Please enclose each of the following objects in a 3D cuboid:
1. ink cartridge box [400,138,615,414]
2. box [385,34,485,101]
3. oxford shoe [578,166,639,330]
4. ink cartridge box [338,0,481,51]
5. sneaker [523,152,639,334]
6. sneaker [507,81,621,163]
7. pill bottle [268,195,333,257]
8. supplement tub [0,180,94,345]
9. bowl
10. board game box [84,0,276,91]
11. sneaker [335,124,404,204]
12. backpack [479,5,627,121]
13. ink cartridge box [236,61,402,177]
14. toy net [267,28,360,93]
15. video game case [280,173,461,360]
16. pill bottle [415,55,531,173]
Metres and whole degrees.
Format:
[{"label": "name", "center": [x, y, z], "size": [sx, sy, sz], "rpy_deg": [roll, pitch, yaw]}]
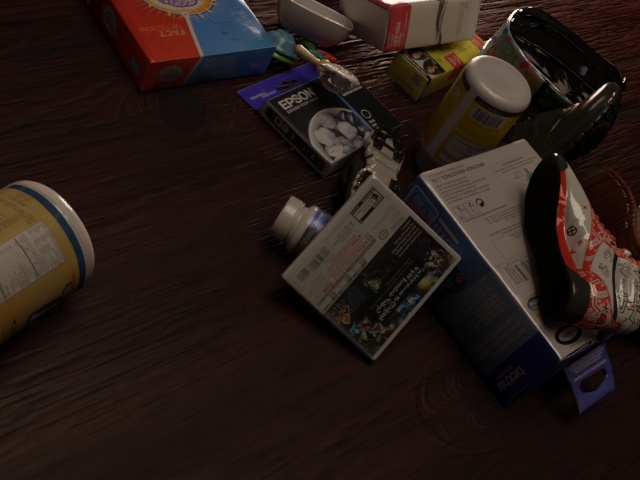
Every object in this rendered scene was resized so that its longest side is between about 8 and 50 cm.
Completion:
[{"label": "ink cartridge box", "center": [0.311, 0.061, 1.280], "size": [0.270, 0.151, 0.395], "rpy_deg": [-20, 65, -38]}, {"label": "box", "center": [0.229, -0.341, 1.625], "size": [0.087, 0.058, 0.232], "rpy_deg": [47, 46, 15]}, {"label": "oxford shoe", "center": [0.523, 0.021, 1.482], "size": [0.130, 0.123, 0.348], "rpy_deg": [37, 37, -36]}, {"label": "ink cartridge box", "center": [0.165, -0.428, 1.587], "size": [0.217, 0.092, 0.158], "rpy_deg": [-16, 39, -28]}, {"label": "sneaker", "center": [0.376, 0.008, 1.199], "size": [0.145, 0.090, 0.270], "rpy_deg": [15, 53, -19]}, {"label": "sneaker", "center": [0.393, -0.180, 1.467], "size": [0.286, 0.109, 0.130], "rpy_deg": [-42, 64, 1]}, {"label": "pill bottle", "center": [0.000, 0.000, 1.206], "size": [0.137, 0.078, 0.078], "rpy_deg": [33, 45, -2]}, {"label": "supplement tub", "center": [-0.364, 0.037, 0.926], "size": [0.144, 0.144, 0.199], "rpy_deg": [42, 46, 7]}, {"label": "bowl", "center": [-0.016, -0.391, 1.511], "size": [0.142, 0.053, 0.142], "rpy_deg": [25, 22, -10]}, {"label": "board game box", "center": [-0.253, -0.392, 1.393], "size": [0.242, 0.064, 0.316], "rpy_deg": [-18, 65, -38]}, {"label": "sneaker", "center": [0.067, -0.073, 1.281], "size": [0.078, 0.106, 0.234], "rpy_deg": [33, 39, -13]}, {"label": "backpack", "center": [0.420, -0.309, 1.611], "size": [0.253, 0.191, 0.225], "rpy_deg": [43, 45, -6]}, {"label": "ink cartridge box", "center": [0.002, -0.219, 1.410], "size": [0.208, 0.045, 0.206], "rpy_deg": [45, 46, 12]}, {"label": "toy net", "center": [-0.004, -0.287, 1.412], "size": [0.122, 0.045, 0.232], "rpy_deg": [12, 23, -44]}, {"label": "video game case", "center": [0.070, 0.037, 1.161], "size": [0.173, 0.022, 0.190], "rpy_deg": [43, 81, -8]}, {"label": "pill bottle", "center": [0.241, -0.189, 1.399], "size": [0.117, 0.215, 0.117], "rpy_deg": [15, 49, -18]}]
